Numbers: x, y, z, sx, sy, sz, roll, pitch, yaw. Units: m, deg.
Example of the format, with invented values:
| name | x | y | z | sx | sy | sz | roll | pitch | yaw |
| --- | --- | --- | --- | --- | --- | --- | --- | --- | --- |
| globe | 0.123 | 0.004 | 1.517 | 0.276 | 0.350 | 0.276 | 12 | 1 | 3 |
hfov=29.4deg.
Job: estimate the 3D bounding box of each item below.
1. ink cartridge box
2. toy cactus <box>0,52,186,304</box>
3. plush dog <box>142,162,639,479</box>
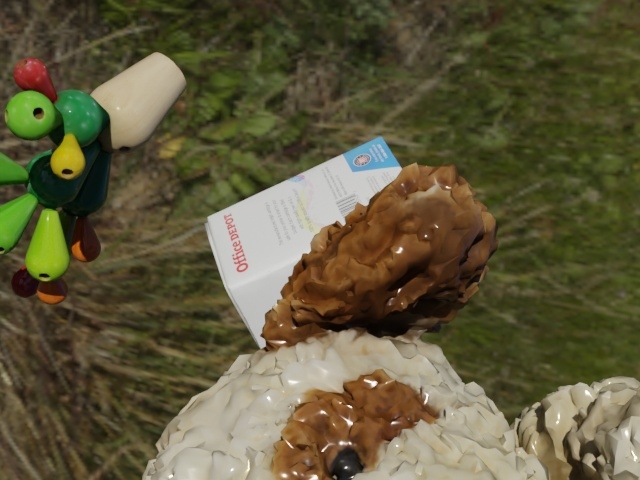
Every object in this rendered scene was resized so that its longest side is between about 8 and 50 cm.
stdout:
| name | x | y | z | sx | sy | sz | roll | pitch | yaw |
| --- | --- | --- | --- | --- | --- | --- | --- | --- | --- |
| ink cartridge box | 0.000 | 0.000 | 0.727 | 0.122 | 0.088 | 0.052 | -24 | 122 | 0 |
| toy cactus | -0.168 | -0.059 | 0.811 | 0.180 | 0.112 | 0.219 | -47 | 159 | -24 |
| plush dog | 0.051 | 0.110 | 0.376 | 0.210 | 0.225 | 0.263 | 101 | 13 | -77 |
